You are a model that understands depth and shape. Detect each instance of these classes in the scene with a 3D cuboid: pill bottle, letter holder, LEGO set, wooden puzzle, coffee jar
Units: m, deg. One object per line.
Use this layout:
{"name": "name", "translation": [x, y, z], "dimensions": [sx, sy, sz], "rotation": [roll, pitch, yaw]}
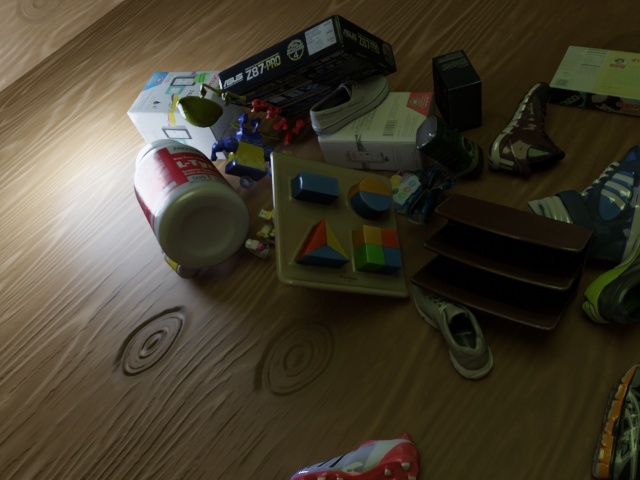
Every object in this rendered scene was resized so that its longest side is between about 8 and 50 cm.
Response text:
{"name": "pill bottle", "translation": [-0.361, -0.119, 1.480], "dimensions": [0.229, 0.229, 0.407], "rotation": [-33, 41, -9]}
{"name": "letter holder", "translation": [0.360, 0.037, 1.140], "dimensions": [0.302, 0.151, 0.214], "rotation": [19, 32, 31]}
{"name": "LEGO set", "translation": [-0.085, -0.081, 1.444], "dimensions": [0.107, 0.132, 0.286], "rotation": [18, 82, 22]}
{"name": "wooden puzzle", "translation": [0.052, -0.046, 1.253], "dimensions": [0.322, 0.080, 0.347], "rotation": [8, 58, -27]}
{"name": "pill bottle", "translation": [-0.374, 0.045, 1.478], "dimensions": [0.065, 0.065, 0.116], "rotation": [-41, 52, -15]}
{"name": "coffee jar", "translation": [0.329, -0.229, 1.406], "dimensions": [0.079, 0.185, 0.096], "rotation": [-35, 36, 44]}

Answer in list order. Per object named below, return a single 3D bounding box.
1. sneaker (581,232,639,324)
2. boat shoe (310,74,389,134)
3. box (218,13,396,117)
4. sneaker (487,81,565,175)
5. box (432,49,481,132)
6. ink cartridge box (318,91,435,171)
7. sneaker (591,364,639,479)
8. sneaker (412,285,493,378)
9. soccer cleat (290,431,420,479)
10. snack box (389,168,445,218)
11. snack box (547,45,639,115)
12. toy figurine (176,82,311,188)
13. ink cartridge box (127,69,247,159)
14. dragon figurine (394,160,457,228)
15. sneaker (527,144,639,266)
{"name": "sneaker", "translation": [0.649, 0.057, 1.066], "dimensions": [0.300, 0.111, 0.121], "rotation": [-48, 10, 2]}
{"name": "boat shoe", "translation": [0.082, -0.384, 1.505], "dimensions": [0.258, 0.084, 0.095], "rotation": [-41, 51, -17]}
{"name": "box", "translation": [-0.031, -0.464, 1.550], "dimensions": [0.395, 0.318, 0.097], "rotation": [-15, 83, 33]}
{"name": "sneaker", "translation": [0.560, -0.270, 1.422], "dimensions": [0.163, 0.106, 0.281], "rotation": [29, 76, 28]}
{"name": "box", "translation": [0.377, -0.410, 1.543], "dimensions": [0.093, 0.156, 0.158], "rotation": [-15, 50, 5]}
{"name": "ink cartridge box", "translation": [0.162, -0.307, 1.553], "dimensions": [0.283, 0.117, 0.207], "rotation": [6, 55, 21]}
{"name": "sneaker", "translation": [0.537, 0.320, 0.969], "dimensions": [0.083, 0.084, 0.214], "rotation": [17, 68, 24]}
{"name": "sneaker", "translation": [0.271, 0.149, 1.156], "dimensions": [0.099, 0.121, 0.262], "rotation": [-27, 49, -4]}
{"name": "soccer cleat", "translation": [0.064, 0.425, 1.043], "dimensions": [0.248, 0.083, 0.095], "rotation": [-17, 20, 10]}
{"name": "snack box", "translation": [0.232, -0.118, 1.433], "dimensions": [0.141, 0.037, 0.100], "rotation": [29, 67, 32]}
{"name": "snack box", "translation": [0.796, -0.421, 1.482], "dimensions": [0.322, 0.060, 0.187], "rotation": [19, 61, 29]}
{"name": "toy figurine", "translation": [-0.213, -0.258, 1.544], "dimensions": [0.191, 0.363, 0.217], "rotation": [-11, 72, 52]}
{"name": "ink cartridge box", "translation": [-0.405, -0.391, 1.746], "dimensions": [0.270, 0.197, 0.198], "rotation": [5, 55, 21]}
{"name": "dragon figurine", "translation": [0.242, -0.110, 1.278], "dimensions": [0.085, 0.289, 0.144], "rotation": [29, 105, 15]}
{"name": "sneaker", "translation": [0.592, -0.099, 1.241], "dimensions": [0.237, 0.130, 0.322], "rotation": [14, 65, 19]}
